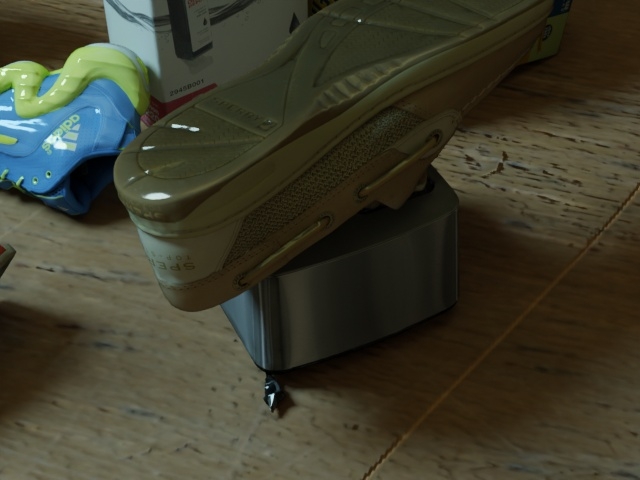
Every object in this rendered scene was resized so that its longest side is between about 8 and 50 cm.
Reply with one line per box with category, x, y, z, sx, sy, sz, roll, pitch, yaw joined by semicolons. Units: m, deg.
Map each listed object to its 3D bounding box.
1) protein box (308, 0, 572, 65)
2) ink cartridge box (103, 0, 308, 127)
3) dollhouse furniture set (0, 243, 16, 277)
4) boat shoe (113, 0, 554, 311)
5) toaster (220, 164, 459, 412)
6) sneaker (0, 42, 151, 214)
protein box;0.093;-0.249;1.152;0.200;0.136;0.201;-20;44;-36
ink cartridge box;-0.096;-0.213;1.089;0.158;0.218;0.092;-28;49;-25
dollhouse furniture set;-0.359;-0.027;0.903;0.259;0.262;0.135;44;51;-2
boat shoe;0.020;-0.078;0.859;0.341;0.110;0.121;-32;39;-23
toaster;0.000;0.000;0.937;0.168;0.110;0.186;-20;46;-16
sneaker;-0.249;-0.075;1.043;0.240;0.091;0.126;-17;64;11
